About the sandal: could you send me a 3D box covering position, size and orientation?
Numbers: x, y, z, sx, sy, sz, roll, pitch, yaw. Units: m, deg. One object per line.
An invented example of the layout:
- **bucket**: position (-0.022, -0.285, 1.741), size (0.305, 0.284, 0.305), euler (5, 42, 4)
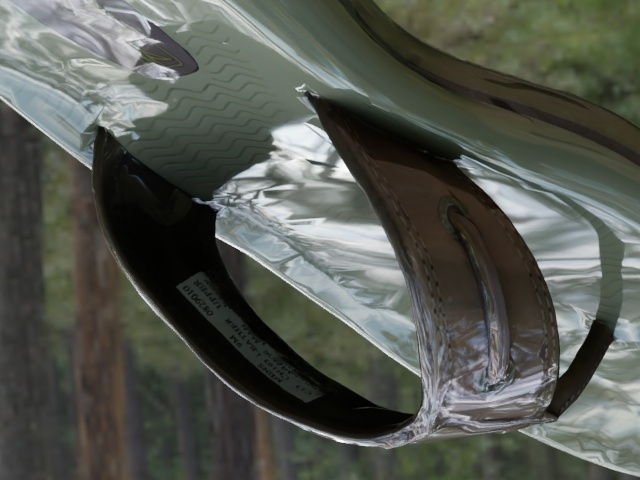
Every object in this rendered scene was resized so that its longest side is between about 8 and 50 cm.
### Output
- **sandal**: position (-0.002, 0.000, 0.409), size (0.303, 0.086, 0.120), euler (30, 147, -34)
